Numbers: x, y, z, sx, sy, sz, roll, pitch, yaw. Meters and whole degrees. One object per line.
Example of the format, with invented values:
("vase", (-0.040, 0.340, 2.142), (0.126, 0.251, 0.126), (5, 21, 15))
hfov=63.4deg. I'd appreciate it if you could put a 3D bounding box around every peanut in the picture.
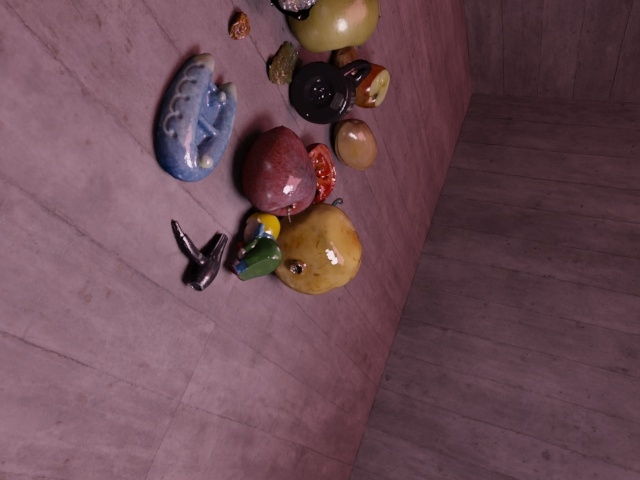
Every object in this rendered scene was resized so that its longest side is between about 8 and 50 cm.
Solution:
("peanut", (0.094, -0.648, 2.006), (0.120, 0.110, 0.236), (-5, 96, -53))

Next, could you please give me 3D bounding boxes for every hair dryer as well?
("hair dryer", (-0.344, 0.010, 1.445), (0.219, 0.075, 0.195), (63, 35, -42))

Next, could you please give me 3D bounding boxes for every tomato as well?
("tomato", (-0.043, -0.246, 1.902), (0.228, 0.101, 0.227), (-23, 119, -51))

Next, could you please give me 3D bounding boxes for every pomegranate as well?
("pomegranate", (-0.016, 0.032, 1.830), (0.332, 0.333, 0.332), (-37, 132, -55))

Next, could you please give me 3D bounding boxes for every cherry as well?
("cherry", (-0.128, -0.206, 1.602), (0.261, 0.221, 0.307), (13, 71, -68))

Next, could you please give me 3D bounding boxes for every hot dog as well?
("hot dog", (-0.223, -0.600, 1.447), (0.058, 0.035, 0.083), (63, 45, -58))

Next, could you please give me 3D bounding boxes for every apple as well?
("apple", (0.040, -0.739, 1.645), (0.292, 0.292, 0.254), (-50, 134, -45))
("apple", (0.193, -0.637, 2.142), (0.195, 0.160, 0.173), (24, 75, -62))

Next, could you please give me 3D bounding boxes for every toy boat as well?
("toy boat", (-0.295, -0.304, 1.327), (0.329, 0.123, 0.215), (-71, 155, -18))

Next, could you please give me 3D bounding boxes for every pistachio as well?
("pistachio", (0.142, -0.400, 2.142), (0.181, 0.162, 0.293), (-55, 154, -8))

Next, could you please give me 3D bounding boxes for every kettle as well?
("kettle", (0.042, -0.538, 1.838), (0.271, 0.207, 0.250), (-32, 142, -68))

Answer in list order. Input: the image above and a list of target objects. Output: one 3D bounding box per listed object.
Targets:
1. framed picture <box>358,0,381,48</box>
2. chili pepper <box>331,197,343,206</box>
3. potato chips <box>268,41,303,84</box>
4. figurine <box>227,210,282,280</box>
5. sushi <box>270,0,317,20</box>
("framed picture", (0.197, -0.962, 2.180), (0.260, 0.023, 0.189), (-62, 153, -31))
("chili pepper", (0.000, 0.000, 2.087), (0.110, 0.110, 0.387), (27, 79, -64))
("potato chips", (-0.114, -0.580, 1.696), (0.209, 0.026, 0.142), (-17, 114, -62))
("figurine", (-0.211, 0.005, 1.652), (0.127, 0.185, 0.234), (37, 28, -51))
("sushi", (-0.103, -0.764, 1.442), (0.238, 0.219, 0.225), (-25, 145, -54))
